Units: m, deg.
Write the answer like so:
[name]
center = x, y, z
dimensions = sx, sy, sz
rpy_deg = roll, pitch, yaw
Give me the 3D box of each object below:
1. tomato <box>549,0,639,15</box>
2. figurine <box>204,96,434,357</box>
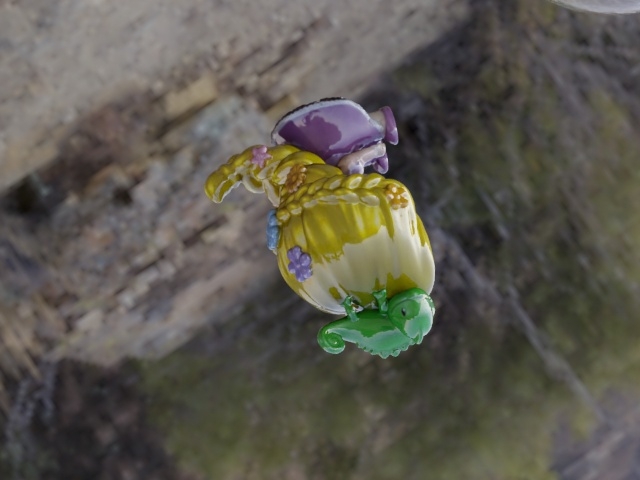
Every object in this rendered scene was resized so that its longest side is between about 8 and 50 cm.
[tomato]
center = 0.159, -0.293, 1.025
dimensions = 0.239, 0.303, 0.303
rpy_deg = 9, -167, 29
[figurine]
center = 0.000, 0.000, 0.973
dimensions = 0.115, 0.156, 0.095
rpy_deg = -11, 151, -6
